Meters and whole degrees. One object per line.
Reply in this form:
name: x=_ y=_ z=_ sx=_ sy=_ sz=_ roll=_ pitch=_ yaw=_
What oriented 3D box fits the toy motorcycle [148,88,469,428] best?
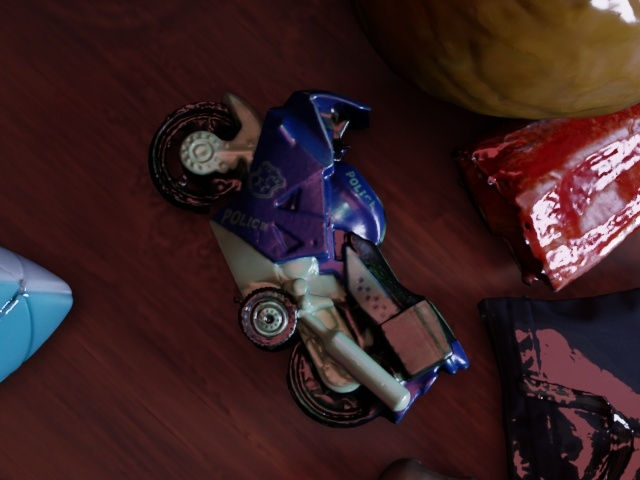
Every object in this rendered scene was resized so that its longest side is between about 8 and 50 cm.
toy motorcycle: x=0.000 y=0.000 z=1.138 sx=0.196 sy=0.125 sz=0.331 roll=-33 pitch=80 yaw=-4

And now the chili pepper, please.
chili pepper: x=0.250 y=-0.066 z=1.157 sx=0.253 sy=0.136 sz=0.144 roll=-28 pitch=53 yaw=-12

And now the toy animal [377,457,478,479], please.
toy animal: x=0.043 y=0.285 z=1.121 sx=0.186 sy=0.094 sz=0.214 roll=18 pitch=75 yaw=-3

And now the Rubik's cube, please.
Rubik's cube: x=-0.316 y=0.058 z=1.074 sx=0.254 sy=0.254 sz=0.254 roll=0 pitch=83 yaw=-1

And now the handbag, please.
handbag: x=0.250 y=0.160 z=1.134 sx=0.211 sy=0.089 sz=0.254 roll=-5 pitch=84 yaw=-7

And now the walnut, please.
walnut: x=0.167 y=-0.267 z=1.035 sx=0.308 sy=0.398 sz=0.354 roll=-24 pitch=75 yaw=39
